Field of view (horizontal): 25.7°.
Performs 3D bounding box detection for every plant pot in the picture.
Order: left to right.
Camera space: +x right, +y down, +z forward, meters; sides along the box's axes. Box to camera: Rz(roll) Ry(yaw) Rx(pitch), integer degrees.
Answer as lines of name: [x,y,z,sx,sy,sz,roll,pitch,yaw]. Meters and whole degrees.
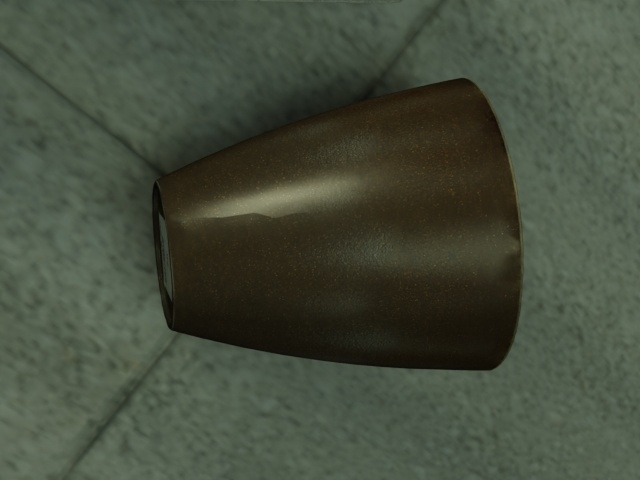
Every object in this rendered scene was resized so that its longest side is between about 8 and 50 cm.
plant pot: [0.000,0.000,1.008,0.230,0.215,0.215,-6,114,-11]

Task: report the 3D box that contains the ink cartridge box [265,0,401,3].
ink cartridge box: [-0.046,-0.276,0.882,0.296,0.066,0.261,-5,134,-28]
